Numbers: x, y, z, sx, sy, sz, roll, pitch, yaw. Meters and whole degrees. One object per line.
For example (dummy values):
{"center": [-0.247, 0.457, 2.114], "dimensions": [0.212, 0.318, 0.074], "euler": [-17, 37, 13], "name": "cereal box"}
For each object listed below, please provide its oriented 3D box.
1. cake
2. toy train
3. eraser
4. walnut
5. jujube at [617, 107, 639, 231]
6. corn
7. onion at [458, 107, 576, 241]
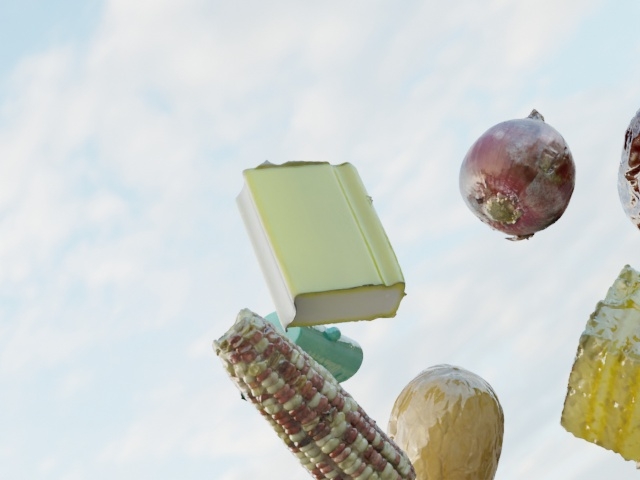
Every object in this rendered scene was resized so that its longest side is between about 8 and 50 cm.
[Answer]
{"center": [0.535, 0.202, 2.101], "dimensions": [0.222, 0.286, 0.227], "euler": [-51, -25, -38], "name": "cake"}
{"center": [-0.035, 0.175, 2.096], "dimensions": [0.159, 0.101, 0.248], "euler": [-34, -28, 17], "name": "toy train"}
{"center": [0.000, 0.000, 1.722], "dimensions": [0.158, 0.226, 0.069], "euler": [-7, -40, -20], "name": "eraser"}
{"center": [0.168, 0.266, 1.902], "dimensions": [0.165, 0.165, 0.197], "euler": [-11, -61, -53], "name": "walnut"}
{"center": [0.496, -0.107, 1.891], "dimensions": [0.183, 0.183, 0.243], "euler": [-34, -30, -17], "name": "jujube"}
{"center": [-0.004, 0.148, 1.180], "dimensions": [0.079, 0.237, 0.079], "euler": [-32, 24, 16], "name": "corn"}
{"center": [0.274, -0.105, 1.901], "dimensions": [0.159, 0.159, 0.195], "euler": [106, -171, -57], "name": "onion"}
